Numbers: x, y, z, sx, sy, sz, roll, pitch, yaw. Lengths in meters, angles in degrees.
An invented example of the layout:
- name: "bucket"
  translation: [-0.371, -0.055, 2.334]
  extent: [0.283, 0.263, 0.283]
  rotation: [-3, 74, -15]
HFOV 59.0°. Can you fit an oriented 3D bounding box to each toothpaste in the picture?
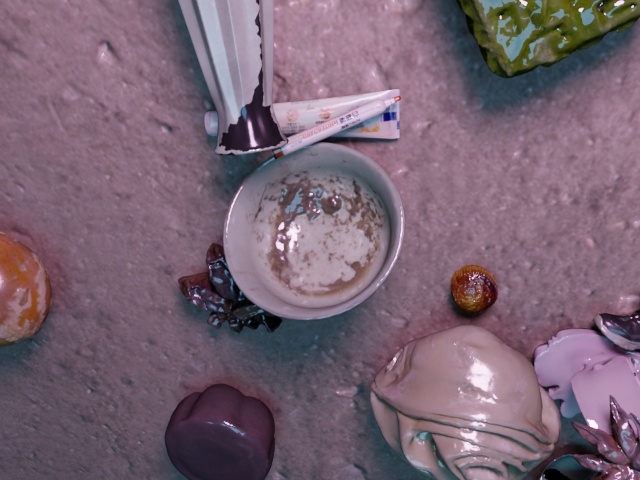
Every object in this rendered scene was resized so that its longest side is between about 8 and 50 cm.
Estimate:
- name: "toothpaste"
  translation: [-0.030, -0.197, 0.913]
  extent: [0.314, 0.056, 0.058]
  rotation: [-1, 159, 5]

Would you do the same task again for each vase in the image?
- name: "vase"
  translation: [-0.125, -0.308, 0.794]
  extent: [0.164, 0.165, 0.361]
  rotation: [-4, 109, 12]

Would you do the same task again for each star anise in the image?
- name: "star anise"
  translation: [0.466, 0.336, 0.835]
  extent: [0.195, 0.065, 0.183]
  rotation: [15, 101, 19]
- name: "star anise"
  translation: [-0.140, 0.097, 1.053]
  extent: [0.219, 0.099, 0.214]
  rotation: [-28, 118, 21]

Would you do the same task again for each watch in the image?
- name: "watch"
  translation: [0.494, 0.288, 0.968]
  extent: [0.196, 0.231, 0.244]
  rotation: [-34, 109, 26]

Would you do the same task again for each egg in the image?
- name: "egg"
  translation: [-0.621, 0.091, 1.079]
  extent: [0.194, 0.195, 0.233]
  rotation: [-13, 114, 15]

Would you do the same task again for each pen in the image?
- name: "pen"
  translation: [0.024, -0.179, 0.884]
  extent: [0.218, 0.026, 0.026]
  rotation: [-22, 111, 7]

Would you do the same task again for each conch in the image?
- name: "conch"
  translation: [0.514, 0.531, 1.143]
  extent: [0.172, 0.200, 0.131]
  rotation: [15, 158, 17]

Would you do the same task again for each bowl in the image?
- name: "bowl"
  translation: [0.000, 0.000, 0.927]
  extent: [0.289, 0.146, 0.290]
  rotation: [-4, 72, 14]

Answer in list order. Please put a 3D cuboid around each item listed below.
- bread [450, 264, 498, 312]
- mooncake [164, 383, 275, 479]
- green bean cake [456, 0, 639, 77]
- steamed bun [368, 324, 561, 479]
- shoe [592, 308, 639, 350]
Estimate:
- name: "bread"
  translation: [0.273, 0.088, 1.002]
  extent: [0.084, 0.053, 0.085]
  rotation: [4, 117, 8]
- name: "mooncake"
  translation: [-0.209, 0.423, 1.206]
  extent: [0.244, 0.133, 0.245]
  rotation: [4, 117, 7]
- name: "green bean cake"
  translation: [0.290, -0.366, 0.716]
  extent: [0.249, 0.156, 0.247]
  rotation: [-22, 112, 19]
- name: "steamed bun"
  translation: [0.241, 0.330, 1.007]
  extent: [0.324, 0.219, 0.310]
  rotation: [-25, 112, 39]
- name: "shoe"
  translation: [0.562, 0.141, 0.974]
  extent: [0.168, 0.071, 0.100]
  rotation: [17, 115, -4]
